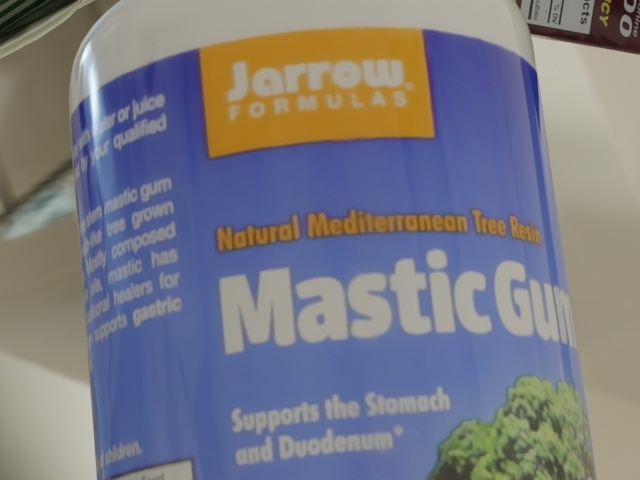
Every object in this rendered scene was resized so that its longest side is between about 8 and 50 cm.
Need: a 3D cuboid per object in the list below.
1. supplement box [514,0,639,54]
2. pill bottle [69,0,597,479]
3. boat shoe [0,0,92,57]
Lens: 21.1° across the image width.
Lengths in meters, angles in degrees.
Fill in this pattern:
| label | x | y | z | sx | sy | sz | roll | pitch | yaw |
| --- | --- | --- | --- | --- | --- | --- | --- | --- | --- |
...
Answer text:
| label | x | y | z | sx | sy | sz | roll | pitch | yaw |
| --- | --- | --- | --- | --- | --- | --- | --- | --- | --- |
| supplement box | 0.091 | -0.128 | 0.770 | 0.239 | 0.073 | 0.130 | 17 | -169 | 38 |
| pill bottle | 0.000 | 0.000 | 0.542 | 0.152 | 0.272 | 0.152 | -6 | 167 | -1 |
| boat shoe | -0.176 | -0.210 | 1.245 | 0.302 | 0.109 | 0.094 | -33 | -145 | 18 |
